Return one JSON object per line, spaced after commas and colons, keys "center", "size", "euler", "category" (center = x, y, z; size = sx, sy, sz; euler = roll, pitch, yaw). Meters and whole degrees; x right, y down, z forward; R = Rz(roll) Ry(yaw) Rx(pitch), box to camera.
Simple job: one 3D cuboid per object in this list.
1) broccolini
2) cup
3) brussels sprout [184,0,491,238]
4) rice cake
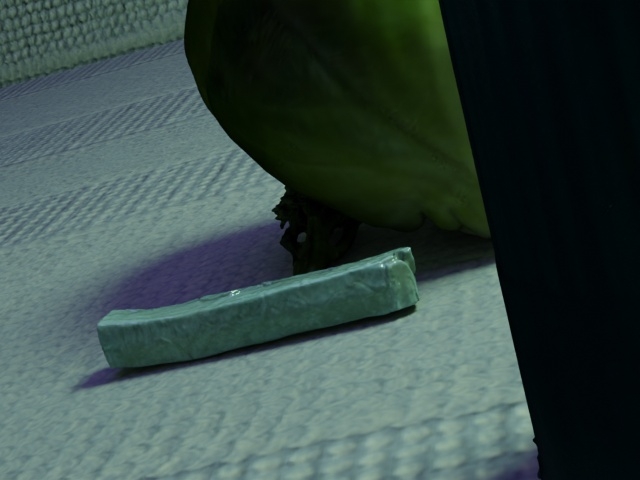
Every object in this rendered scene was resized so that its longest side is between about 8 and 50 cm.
{"center": [0.001, -0.017, 1.190], "size": [0.091, 0.068, 0.202], "euler": [4, 18, 0], "category": "broccolini"}
{"center": [0.214, -0.037, 0.630], "size": [0.308, 0.292, 0.242], "euler": [-3, 20, 41], "category": "cup"}
{"center": [0.057, -0.156, 1.135], "size": [0.289, 0.354, 0.281], "euler": [-53, -12, 29], "category": "brussels sprout"}
{"center": [-0.046, 0.052, 1.032], "size": [0.245, 0.045, 0.042], "euler": [-14, 13, 11], "category": "rice cake"}
